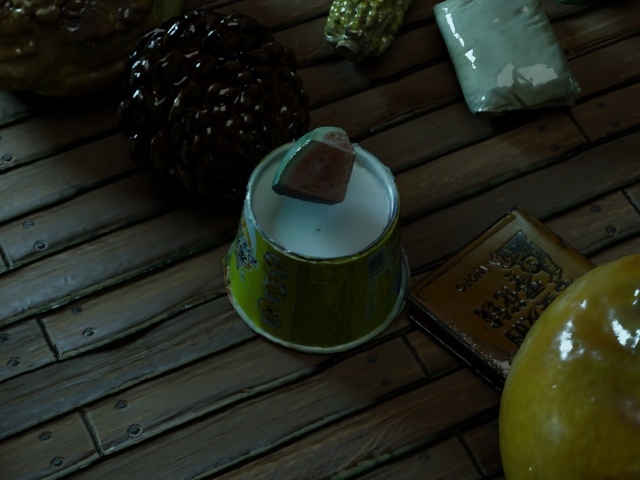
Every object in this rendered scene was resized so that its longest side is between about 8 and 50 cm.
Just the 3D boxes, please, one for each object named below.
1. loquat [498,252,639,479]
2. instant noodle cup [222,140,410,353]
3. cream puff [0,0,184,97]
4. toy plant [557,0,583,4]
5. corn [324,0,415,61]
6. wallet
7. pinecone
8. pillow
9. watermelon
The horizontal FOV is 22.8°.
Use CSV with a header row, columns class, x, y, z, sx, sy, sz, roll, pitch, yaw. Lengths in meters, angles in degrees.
class,x,y,z,sx,sy,sz,roll,pitch,yaw
loquat,0.325,0.173,1.477,0.329,0.328,0.328,2,56,-3
instant noodle cup,0.000,0.000,1.661,0.205,0.153,0.205,2,57,-3
cream puff,-0.296,-0.328,1.804,0.343,0.231,0.327,-33,57,-22
toy plant,0.436,-0.417,1.962,0.400,0.185,0.279,-35,86,-15
corn,0.085,-0.319,1.923,0.087,0.086,0.288,22,56,10
wallet,0.209,0.060,1.701,0.195,0.042,0.161,-38,66,-25
pinecone,-0.126,-0.148,1.726,0.222,0.221,0.221,2,56,-3
pillow,0.220,-0.221,1.871,0.134,0.078,0.181,-14,61,-10
watermelon,-0.006,-0.070,1.564,0.072,0.084,0.092,28,38,25
